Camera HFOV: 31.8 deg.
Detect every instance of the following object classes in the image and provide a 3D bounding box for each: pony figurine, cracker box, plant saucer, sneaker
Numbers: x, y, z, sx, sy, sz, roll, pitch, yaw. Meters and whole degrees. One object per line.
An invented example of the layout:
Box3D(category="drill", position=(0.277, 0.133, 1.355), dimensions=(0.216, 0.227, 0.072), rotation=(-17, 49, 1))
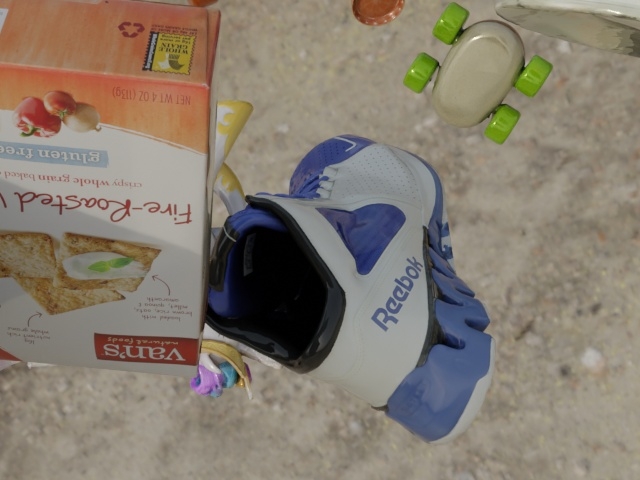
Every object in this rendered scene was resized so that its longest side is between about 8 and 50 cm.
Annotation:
Box3D(category="pony figurine", position=(-0.227, 0.016, 1.330), dimensions=(0.351, 0.303, 0.363), rotation=(-1, 68, -10))
Box3D(category="cracker box", position=(-0.137, -0.022, 0.609), dimensions=(0.156, 0.232, 0.067), rotation=(5, 48, -3))
Box3D(category="plant saucer", position=(0.087, -0.363, 1.704), dimensions=(0.084, 0.083, 0.013), rotation=(-23, 47, 8))
Box3D(category="sneaker", position=(0.000, 0.001, 0.823), dimensions=(0.127, 0.182, 0.315), rotation=(-57, 27, 23))

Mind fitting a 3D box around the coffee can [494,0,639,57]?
Box3D(category="coffee can", position=(0.245, -0.269, 0.752), dimensions=(0.202, 0.202, 0.275), rotation=(20, 100, 48))

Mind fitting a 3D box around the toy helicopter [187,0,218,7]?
Box3D(category="toy helicopter", position=(-0.127, -0.416, 1.104), dimensions=(0.140, 0.355, 0.235), rotation=(-25, 1, -7))

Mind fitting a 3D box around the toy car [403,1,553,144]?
Box3D(category="toy car", position=(0.221, -0.237, 1.504), dimensions=(0.149, 0.155, 0.188), rotation=(-59, -4, 28))
